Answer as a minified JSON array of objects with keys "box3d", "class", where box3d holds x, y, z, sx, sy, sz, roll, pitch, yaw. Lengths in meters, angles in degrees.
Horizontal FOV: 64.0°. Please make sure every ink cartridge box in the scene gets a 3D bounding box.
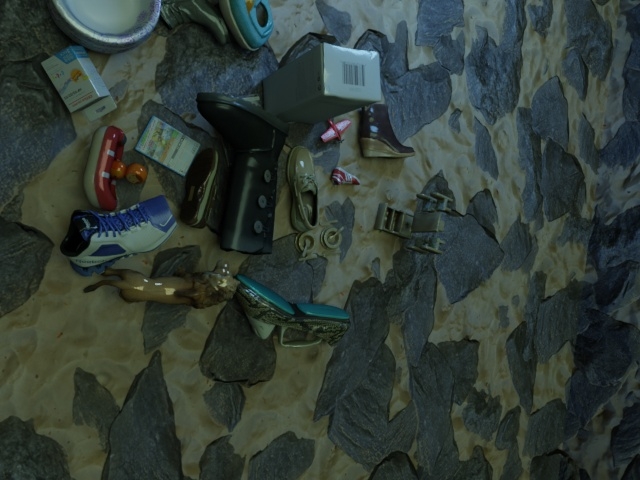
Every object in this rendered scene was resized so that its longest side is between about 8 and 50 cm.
[{"box3d":[-0.652,-0.420,1.391,0.104,0.061,0.181,-22,106,15],"class":"ink cartridge box"}]

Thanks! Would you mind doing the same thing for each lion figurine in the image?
[{"box3d":[-0.444,0.134,1.450,0.392,0.240,0.142,-5,93,-31],"class":"lion figurine"}]

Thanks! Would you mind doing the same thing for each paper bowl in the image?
[{"box3d":[-0.596,-0.658,1.403,0.284,0.148,0.284,-1,91,-32],"class":"paper bowl"}]

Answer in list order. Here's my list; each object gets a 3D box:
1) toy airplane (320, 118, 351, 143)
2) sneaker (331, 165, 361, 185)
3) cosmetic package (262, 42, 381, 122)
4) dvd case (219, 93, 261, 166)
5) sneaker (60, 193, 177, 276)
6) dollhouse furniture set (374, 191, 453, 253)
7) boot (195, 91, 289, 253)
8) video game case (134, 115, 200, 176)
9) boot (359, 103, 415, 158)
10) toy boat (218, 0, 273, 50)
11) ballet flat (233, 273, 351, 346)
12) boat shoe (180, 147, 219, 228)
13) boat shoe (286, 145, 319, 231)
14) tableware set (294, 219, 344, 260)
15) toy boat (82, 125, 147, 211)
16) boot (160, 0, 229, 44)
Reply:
[{"box3d":[0.041,-0.421,1.870,0.151,0.028,0.151,1,89,-33],"class":"toy airplane"},{"box3d":[0.092,-0.218,1.895,0.118,0.042,0.067,28,72,-21],"class":"sneaker"},{"box3d":[-0.008,-0.482,1.632,0.217,0.385,0.156,-4,94,-34],"class":"cosmetic package"},{"box3d":[-0.256,-0.366,1.693,0.165,0.018,0.221,-17,99,-30],"class":"dvd case"},{"box3d":[-0.549,-0.024,1.363,0.316,0.182,0.127,-31,71,-9],"class":"sneaker"},{"box3d":[0.347,-0.073,1.937,0.161,0.242,0.212,18,81,-30],"class":"dollhouse furniture set"},{"box3d":[-0.257,-0.184,1.565,0.367,0.146,0.445,12,89,-51],"class":"boot"},{"box3d":[-0.465,-0.286,1.566,0.166,0.015,0.119,30,76,-29],"class":"video game case"},{"box3d":[0.263,-0.420,1.970,0.249,0.090,0.206,-3,94,-28],"class":"boot"},{"box3d":[-0.194,-0.784,1.621,0.318,0.148,0.267,-66,150,-26],"class":"toy boat"},{"box3d":[-0.113,0.268,1.721,0.483,0.164,0.182,23,99,-31],"class":"ballet flat"},{"box3d":[-0.364,-0.158,1.600,0.095,0.095,0.257,40,62,-58],"class":"boat shoe"},{"box3d":[-0.048,-0.183,1.770,0.109,0.098,0.302,1,85,-31],"class":"boat shoe"},{"box3d":[0.000,0.000,1.841,0.194,0.039,0.128,-10,96,-31],"class":"tableware set"},{"box3d":[-0.558,-0.192,1.417,0.151,0.151,0.231,12,85,-12],"class":"toy boat"},{"box3d":[-0.404,-0.688,1.577,0.161,0.083,0.246,-37,109,-14],"class":"boot"}]
